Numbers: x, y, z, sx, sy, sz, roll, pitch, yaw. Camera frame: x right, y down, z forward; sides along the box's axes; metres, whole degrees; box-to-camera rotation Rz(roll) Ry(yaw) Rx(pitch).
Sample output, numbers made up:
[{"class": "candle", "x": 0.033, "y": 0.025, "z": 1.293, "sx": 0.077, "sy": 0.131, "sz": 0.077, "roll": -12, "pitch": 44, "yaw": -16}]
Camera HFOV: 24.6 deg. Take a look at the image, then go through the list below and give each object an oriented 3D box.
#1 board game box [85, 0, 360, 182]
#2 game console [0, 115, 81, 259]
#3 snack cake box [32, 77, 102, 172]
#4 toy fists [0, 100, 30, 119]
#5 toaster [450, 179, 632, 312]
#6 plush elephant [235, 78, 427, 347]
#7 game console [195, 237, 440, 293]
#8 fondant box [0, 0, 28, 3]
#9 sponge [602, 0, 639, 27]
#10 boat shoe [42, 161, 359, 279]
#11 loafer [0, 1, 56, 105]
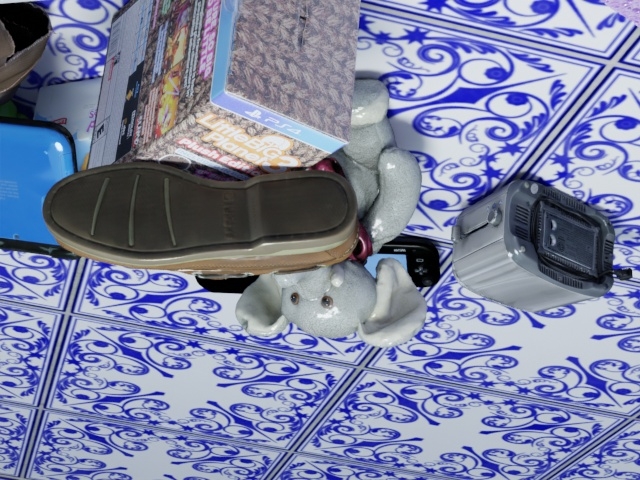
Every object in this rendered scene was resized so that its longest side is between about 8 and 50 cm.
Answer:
[{"class": "board game box", "x": -0.102, "y": -0.169, "z": 1.501, "sx": 0.141, "sy": 0.232, "sz": 0.291, "roll": 21, "pitch": 150, "yaw": -30}, {"class": "game console", "x": -0.396, "y": -0.079, "z": 1.724, "sx": 0.293, "sy": 0.173, "sz": 0.250, "roll": 7, "pitch": 127, "yaw": 8}, {"class": "snack cake box", "x": -0.226, "y": -0.098, "z": 1.828, "sx": 0.152, "sy": 0.089, "sz": 0.264, "roll": -5, "pitch": 152, "yaw": 22}, {"class": "toy fists", "x": -0.407, "y": -0.093, "z": 1.867, "sx": 0.142, "sy": 0.096, "sz": 0.279, "roll": 18, "pitch": 153, "yaw": 8}, {"class": "toaster", "x": 0.278, "y": 0.015, "z": 1.911, "sx": 0.227, "sy": 0.129, "sz": 0.146, "roll": 20, "pitch": 154, "yaw": -31}, {"class": "plush elephant", "x": 0.000, "y": 0.000, "z": 1.788, "sx": 0.271, "sy": 0.255, "sz": 0.330, "roll": -6, "pitch": 151, "yaw": 23}, {"class": "game console", "x": -0.012, "y": 0.021, "z": 2.073, "sx": 0.361, "sy": 0.044, "sz": 0.213, "roll": 1, "pitch": 153, "yaw": 8}, {"class": "fondant box", "x": -0.214, "y": -0.326, "z": 1.261, "sx": 0.238, "sy": 0.096, "sz": 0.330, "roll": -11, "pitch": 162, "yaw": -30}, {"class": "sponge", "x": 0.372, "y": -0.242, "z": 1.479, "sx": 0.210, "sy": 0.031, "sz": 0.117, "roll": 25, "pitch": 148, "yaw": -34}, {"class": "boat shoe", "x": -0.115, "y": -0.004, "z": 1.446, "sx": 0.307, "sy": 0.111, "sz": 0.104, "roll": 3, "pitch": 153, "yaw": 2}, {"class": "loafer", "x": -0.391, "y": -0.203, "z": 1.490, "sx": 0.130, "sy": 0.366, "sz": 0.134, "roll": -41, "pitch": 91, "yaw": 20}]
